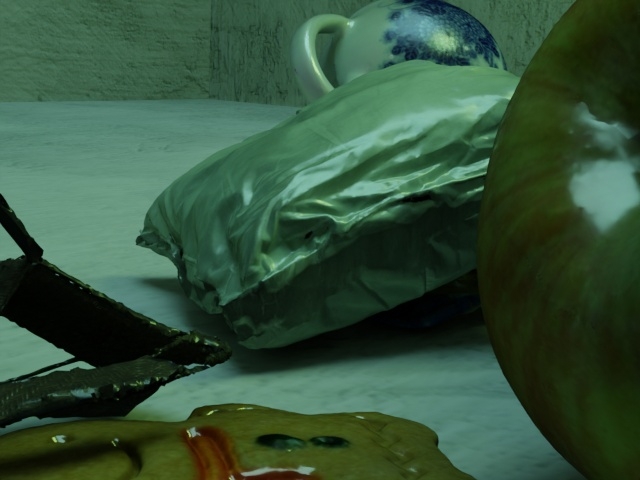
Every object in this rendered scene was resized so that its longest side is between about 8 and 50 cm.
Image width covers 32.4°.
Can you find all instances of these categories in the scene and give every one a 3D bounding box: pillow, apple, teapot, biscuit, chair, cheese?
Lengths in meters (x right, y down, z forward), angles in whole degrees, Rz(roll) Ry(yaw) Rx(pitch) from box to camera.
[{"bbox_3d":[0.025,-0.042,0.803,0.310,0.138,0.283,-27,20,-18],"label":"pillow"},{"bbox_3d":[0.201,0.003,0.433,0.264,0.264,0.264,2,10,0],"label":"apple"},{"bbox_3d":[0.119,-0.162,1.400,0.252,0.280,0.424,-31,-34,33],"label":"teapot"},{"bbox_3d":[-0.050,0.098,0.444,0.225,0.036,0.166,0,11,-11],"label":"biscuit"},{"bbox_3d":[-0.155,0.043,0.478,0.213,0.149,0.174,39,-32,-28],"label":"chair"},{"bbox_3d":[0.139,0.016,0.851,0.270,0.069,0.177,-19,17,-37],"label":"cheese"}]
